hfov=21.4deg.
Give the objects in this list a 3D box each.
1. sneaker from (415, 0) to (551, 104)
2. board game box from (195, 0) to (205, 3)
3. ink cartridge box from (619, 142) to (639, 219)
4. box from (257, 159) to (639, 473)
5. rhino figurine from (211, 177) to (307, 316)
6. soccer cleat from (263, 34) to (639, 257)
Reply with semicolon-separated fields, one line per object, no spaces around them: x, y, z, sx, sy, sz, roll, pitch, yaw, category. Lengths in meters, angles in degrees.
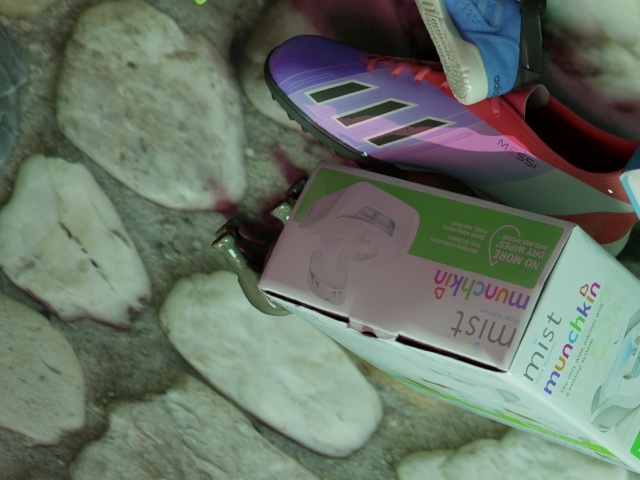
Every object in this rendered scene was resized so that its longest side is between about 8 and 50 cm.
0.120;-0.182;1.262;0.058;0.084;0.152;120;131;-72;sneaker
-0.142;-0.315;1.341;0.259;0.039;0.124;46;140;-15;board game box
0.348;-0.054;1.035;0.197;0.270;0.198;-8;123;40;ink cartridge box
0.124;0.061;1.320;0.262;0.127;0.231;17;166;45;box
0.000;0.000;1.515;0.106;0.073;0.243;52;138;-11;rhino figurine
0.109;-0.097;1.314;0.318;0.108;0.116;28;135;7;soccer cleat
